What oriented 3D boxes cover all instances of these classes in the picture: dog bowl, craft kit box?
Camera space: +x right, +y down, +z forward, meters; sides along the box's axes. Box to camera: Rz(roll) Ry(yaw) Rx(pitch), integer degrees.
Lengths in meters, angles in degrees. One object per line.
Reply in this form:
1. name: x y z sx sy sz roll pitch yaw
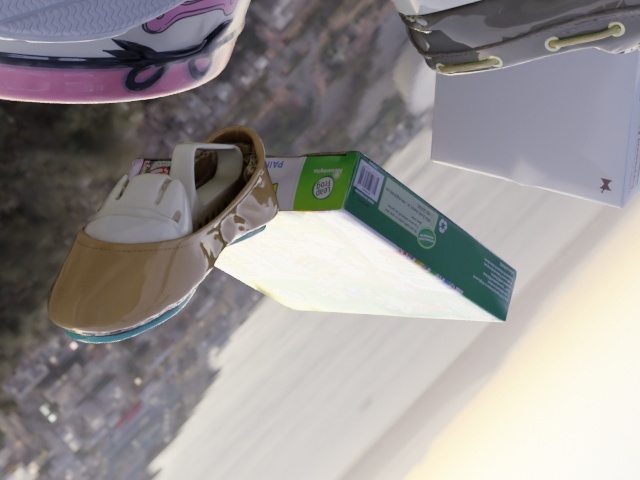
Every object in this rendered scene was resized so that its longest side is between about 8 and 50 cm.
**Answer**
1. dog bowl: -0.246 -0.250 1.227 0.408 0.408 0.150 -32 135 -55
2. craft kit box: 0.000 0.000 1.127 0.250 0.247 0.061 33 69 -45

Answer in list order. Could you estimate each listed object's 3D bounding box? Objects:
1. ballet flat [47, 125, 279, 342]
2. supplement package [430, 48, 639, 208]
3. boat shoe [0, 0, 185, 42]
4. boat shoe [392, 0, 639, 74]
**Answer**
1. ballet flat: -0.089 -0.015 0.755 0.232 0.080 0.073 -46 139 -65
2. supplement package: 0.257 -0.187 1.276 0.263 0.199 0.198 -36 134 -49
3. boat shoe: -0.111 -0.193 0.753 0.335 0.119 0.121 -21 120 -36
4. boat shoe: 0.198 -0.179 0.916 0.091 0.305 0.109 63 34 -36
